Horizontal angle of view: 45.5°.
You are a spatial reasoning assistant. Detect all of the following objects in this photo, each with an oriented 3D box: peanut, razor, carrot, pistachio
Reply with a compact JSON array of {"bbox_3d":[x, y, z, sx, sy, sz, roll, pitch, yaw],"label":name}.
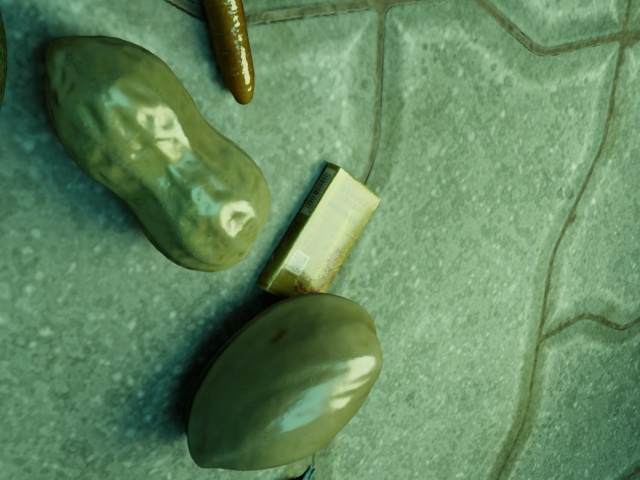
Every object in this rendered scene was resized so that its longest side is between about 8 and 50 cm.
[{"bbox_3d":[-0.124,-0.063,0.627,0.123,0.123,0.257,-49,137,-12],"label":"peanut"},{"bbox_3d":[0.009,0.337,1.019,0.066,0.033,0.190,-57,142,-5],"label":"razor"},{"bbox_3d":[-0.088,-0.226,0.638,0.043,0.043,0.248,-32,130,-27],"label":"carrot"},{"bbox_3d":[-0.038,0.152,0.805,0.238,0.138,0.153,-40,99,-11],"label":"pistachio"}]

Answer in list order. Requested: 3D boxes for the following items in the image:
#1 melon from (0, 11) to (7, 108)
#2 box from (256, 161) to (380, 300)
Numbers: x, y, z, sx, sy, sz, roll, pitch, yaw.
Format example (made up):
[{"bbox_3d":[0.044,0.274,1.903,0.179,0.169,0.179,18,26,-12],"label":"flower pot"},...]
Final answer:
[{"bbox_3d":[-0.258,-0.115,0.483,0.114,0.114,0.167,-6,112,-41],"label":"melon"},{"bbox_3d":[0.000,0.000,0.843,0.089,0.022,0.156,31,89,-45],"label":"box"}]
